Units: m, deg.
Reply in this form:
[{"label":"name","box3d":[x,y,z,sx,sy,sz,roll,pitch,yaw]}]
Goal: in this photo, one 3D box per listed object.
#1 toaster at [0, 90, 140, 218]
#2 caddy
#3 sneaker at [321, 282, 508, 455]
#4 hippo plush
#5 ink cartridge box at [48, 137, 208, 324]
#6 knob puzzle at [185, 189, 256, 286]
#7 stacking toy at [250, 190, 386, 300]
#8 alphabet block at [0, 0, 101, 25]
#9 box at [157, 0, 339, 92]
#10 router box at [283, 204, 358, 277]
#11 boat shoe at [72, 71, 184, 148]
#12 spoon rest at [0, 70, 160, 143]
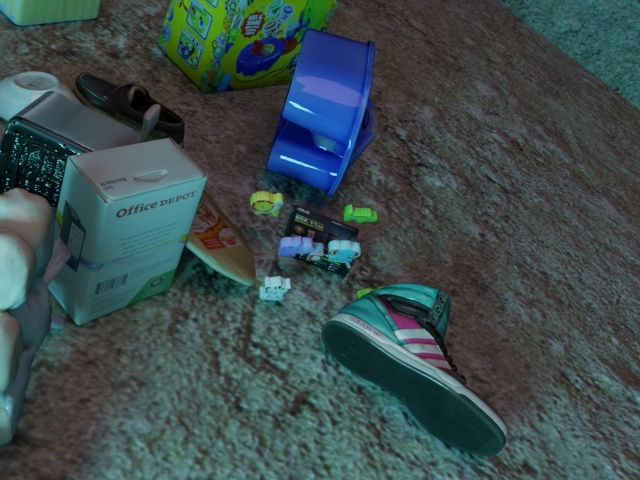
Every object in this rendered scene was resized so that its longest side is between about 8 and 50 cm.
[{"label":"toaster","box3d":[-0.354,-0.093,1.016,0.185,0.168,0.110,25,35,-6]},{"label":"caddy","box3d":[0.021,-0.236,1.359,0.179,0.241,0.341,16,39,-6]},{"label":"sneaker","box3d":[0.165,0.166,1.084,0.295,0.124,0.178,36,47,12]},{"label":"hippo plush","box3d":[-0.397,0.049,0.735,0.236,0.234,0.294,9,23,-10]},{"label":"ink cartridge box","box3d":[-0.251,-0.014,0.947,0.093,0.212,0.154,45,41,21]},{"label":"knob puzzle","box3d":[-0.168,-0.003,1.102,0.213,0.030,0.213,44,15,-15]},{"label":"stacking toy","box3d":[0.001,0.011,1.157,0.221,0.052,0.167,4,60,-20]},{"label":"alphabet block","box3d":[-0.531,-0.549,1.405,0.192,0.197,0.193,41,39,17]},{"label":"box","box3d":[-0.135,-0.474,1.500,0.290,0.279,0.177,-20,58,-44]},{"label":"router box","box3d":[0.000,0.000,1.232,0.122,0.038,0.092,21,38,-9]},{"label":"boat shoe","box3d":[-0.323,-0.235,1.273,0.223,0.073,0.080,34,37,7]},{"label":"spoon rest","box3d":[-0.402,-0.208,1.206,0.276,0.084,0.137,15,36,4]}]
